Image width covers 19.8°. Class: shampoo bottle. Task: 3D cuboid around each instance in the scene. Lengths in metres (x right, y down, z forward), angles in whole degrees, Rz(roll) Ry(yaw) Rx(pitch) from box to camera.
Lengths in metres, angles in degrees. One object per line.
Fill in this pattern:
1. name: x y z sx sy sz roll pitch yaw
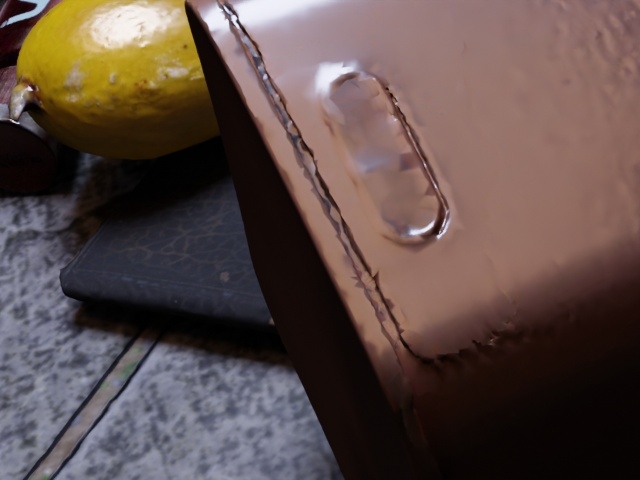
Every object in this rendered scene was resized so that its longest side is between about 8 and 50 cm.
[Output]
1. shampoo bottle: -0.186 -0.176 1.395 0.129 0.084 0.323 -5 45 25

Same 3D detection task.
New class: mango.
1. mango: -0.081 -0.136 1.255 0.176 0.119 0.317 0 21 45

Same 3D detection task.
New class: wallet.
1. wallet: 0.000 0.000 1.166 0.321 0.044 0.170 7 48 32

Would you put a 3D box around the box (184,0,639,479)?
1. box: 0.101 0.012 0.869 0.229 0.339 0.239 -22 65 -5
